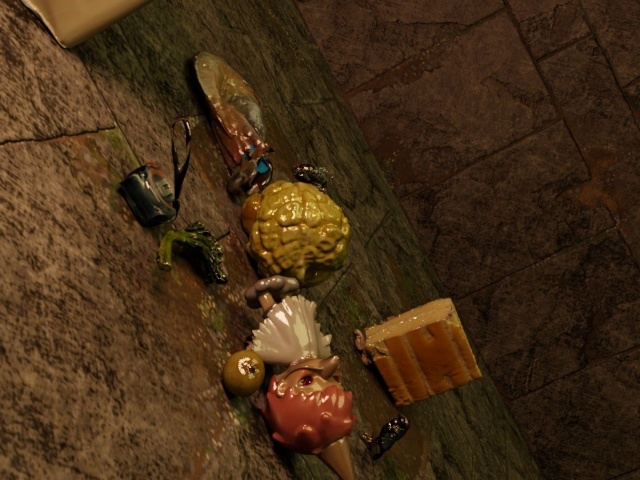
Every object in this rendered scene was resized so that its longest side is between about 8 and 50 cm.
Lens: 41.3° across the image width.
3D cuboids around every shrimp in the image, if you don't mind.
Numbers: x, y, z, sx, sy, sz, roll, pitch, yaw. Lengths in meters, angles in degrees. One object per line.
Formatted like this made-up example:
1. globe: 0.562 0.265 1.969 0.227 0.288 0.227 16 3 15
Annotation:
1. shrimp: -0.010 -0.167 2.358 0.174 0.076 0.082 33 56 -62
2. shrimp: -0.190 -0.267 1.878 0.221 0.110 0.445 38 25 -46

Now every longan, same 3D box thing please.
1. longan: -0.118 0.207 1.335 0.075 0.083 0.075 13 61 -25

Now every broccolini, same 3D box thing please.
1. broccolini: -0.207 0.037 1.364 0.123 0.062 0.271 47 10 -1

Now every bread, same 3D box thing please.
1. bread: 0.250 0.276 2.106 0.111 0.239 0.246 -104 170 -57

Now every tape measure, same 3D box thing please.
1. tape measure: -0.230 -0.106 1.338 0.104 0.180 0.107 44 19 -7

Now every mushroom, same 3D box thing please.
1. mushroom: 0.104 0.263 2.096 0.049 0.019 0.101 39 28 -53

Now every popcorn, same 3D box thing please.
1. popcorn: -0.049 -0.017 1.740 0.237 0.206 0.251 41 10 -20

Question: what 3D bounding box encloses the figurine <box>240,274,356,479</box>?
1. figurine: -0.025 0.242 1.429 0.207 0.166 0.386 14 46 -49

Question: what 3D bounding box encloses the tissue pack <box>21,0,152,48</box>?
1. tissue pack: -0.288 -0.531 1.408 0.205 0.405 0.331 57 16 -33

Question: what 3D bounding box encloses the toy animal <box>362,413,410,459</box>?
1. toy animal: 0.146 0.417 1.810 0.062 0.108 0.220 60 12 13
